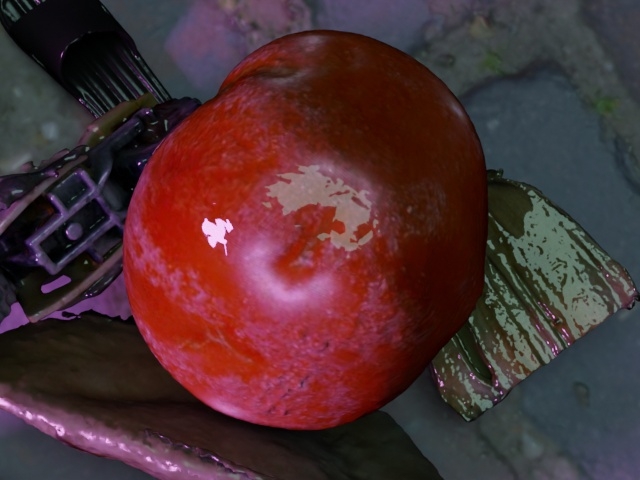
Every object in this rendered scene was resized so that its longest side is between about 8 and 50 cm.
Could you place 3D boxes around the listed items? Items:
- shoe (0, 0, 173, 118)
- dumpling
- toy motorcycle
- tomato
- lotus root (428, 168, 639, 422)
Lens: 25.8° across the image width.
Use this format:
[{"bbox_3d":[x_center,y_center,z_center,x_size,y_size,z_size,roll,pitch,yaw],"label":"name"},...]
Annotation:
[{"bbox_3d":[-0.148,-0.120,0.916,0.062,0.053,0.159,-41,88,-10],"label":"shoe"},{"bbox_3d":[-0.046,0.128,0.857,0.332,0.166,0.086,26,118,14],"label":"dumpling"},{"bbox_3d":[-0.172,-0.017,0.855,0.229,0.130,0.094,-43,117,-18],"label":"toy motorcycle"},{"bbox_3d":[0.002,-0.002,0.798,0.189,0.232,0.232,36,75,11],"label":"tomato"},{"bbox_3d":[0.119,0.025,0.910,0.143,0.070,0.144,-29,81,5],"label":"lotus root"}]
